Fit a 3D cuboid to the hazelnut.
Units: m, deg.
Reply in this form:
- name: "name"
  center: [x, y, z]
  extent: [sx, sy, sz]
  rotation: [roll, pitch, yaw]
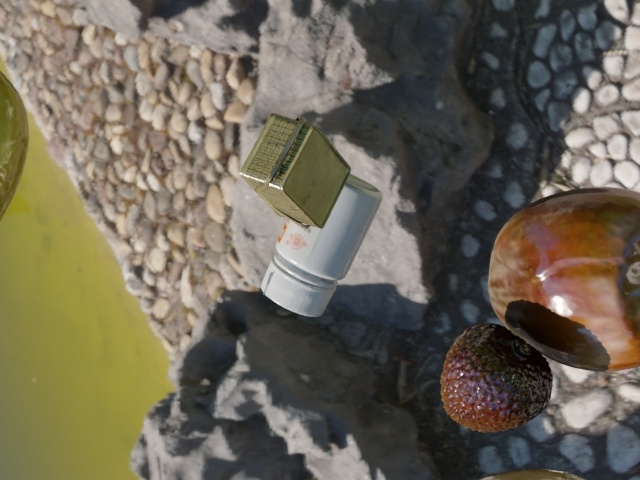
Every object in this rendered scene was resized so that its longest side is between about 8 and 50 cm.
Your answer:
- name: "hazelnut"
  center: [0.476, 0.074, 1.509]
  extent: [0.373, 0.315, 0.372]
  rotation: [13, 128, 18]

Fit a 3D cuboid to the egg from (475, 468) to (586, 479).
- name: "egg"
  center: [0.137, 0.258, 0.570]
  extent: [0.244, 0.201, 0.201]
  rotation: [-37, 61, 54]

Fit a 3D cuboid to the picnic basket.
- name: "picnic basket"
  center: [-0.034, -0.099, 1.245]
  extent: [0.080, 0.164, 0.115]
  rotation: [21, 76, 30]

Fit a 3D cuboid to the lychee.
- name: "lychee"
  center: [0.295, 0.238, 1.445]
  extent: [0.195, 0.194, 0.194]
  rotation: [-5, 80, 32]

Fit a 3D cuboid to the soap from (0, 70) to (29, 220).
- name: "soap"
  center: [-0.549, -0.060, 1.053]
  extent: [0.306, 0.115, 0.427]
  rotation: [25, 78, 7]

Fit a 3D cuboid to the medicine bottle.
- name: "medicine bottle"
  center: [0.000, 0.000, 1.513]
  extent: [0.145, 0.145, 0.252]
  rotation: [30, 103, 32]
